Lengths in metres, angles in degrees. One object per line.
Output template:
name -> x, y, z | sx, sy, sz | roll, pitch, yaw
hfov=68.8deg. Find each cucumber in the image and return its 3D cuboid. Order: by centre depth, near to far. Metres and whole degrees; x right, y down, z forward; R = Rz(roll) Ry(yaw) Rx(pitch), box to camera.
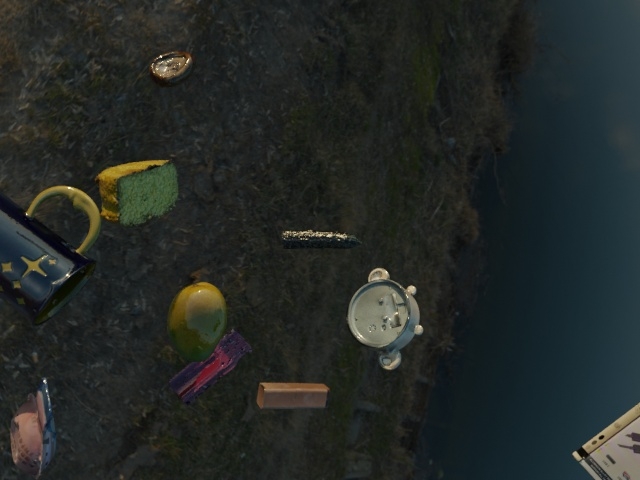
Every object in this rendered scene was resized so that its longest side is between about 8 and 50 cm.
cucumber -> 0.000, -0.001, 1.683 | 0.072, 0.300, 0.072 | 1, 90, -80

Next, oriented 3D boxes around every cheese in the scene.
cheese -> -0.617, 0.406, 1.013 | 0.074, 0.286, 0.189 | -1, 46, -43

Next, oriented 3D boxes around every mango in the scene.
mango -> -0.266, 0.181, 1.011 | 0.130, 0.092, 0.194 | 3, 117, -1

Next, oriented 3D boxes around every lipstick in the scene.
lipstick -> -0.055, 0.322, 0.966 | 0.145, 0.045, 0.045 | 8, 91, -24

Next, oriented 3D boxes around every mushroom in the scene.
mushroom -> -0.380, -0.442, 1.208 | 0.123, 0.123, 0.052 | -62, 156, -23

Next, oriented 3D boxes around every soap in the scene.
soap -> -0.335, 0.389, 1.460 | 0.250, 0.162, 0.099 | -38, 84, -11

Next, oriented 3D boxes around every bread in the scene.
bread -> -0.505, -0.132, 1.255 | 0.260, 0.147, 0.160 | -49, 146, -58

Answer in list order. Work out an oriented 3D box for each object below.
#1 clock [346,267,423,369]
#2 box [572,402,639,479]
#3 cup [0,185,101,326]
clock -> 0.133, 0.160, 1.005 | 0.063, 0.156, 0.229 | 34, 45, -50
box -> 0.564, 0.337, 0.779 | 0.247, 0.033, 0.129 | -43, 86, 8
cup -> -0.610, 0.003, 0.994 | 0.256, 0.178, 0.255 | 41, 60, -7
